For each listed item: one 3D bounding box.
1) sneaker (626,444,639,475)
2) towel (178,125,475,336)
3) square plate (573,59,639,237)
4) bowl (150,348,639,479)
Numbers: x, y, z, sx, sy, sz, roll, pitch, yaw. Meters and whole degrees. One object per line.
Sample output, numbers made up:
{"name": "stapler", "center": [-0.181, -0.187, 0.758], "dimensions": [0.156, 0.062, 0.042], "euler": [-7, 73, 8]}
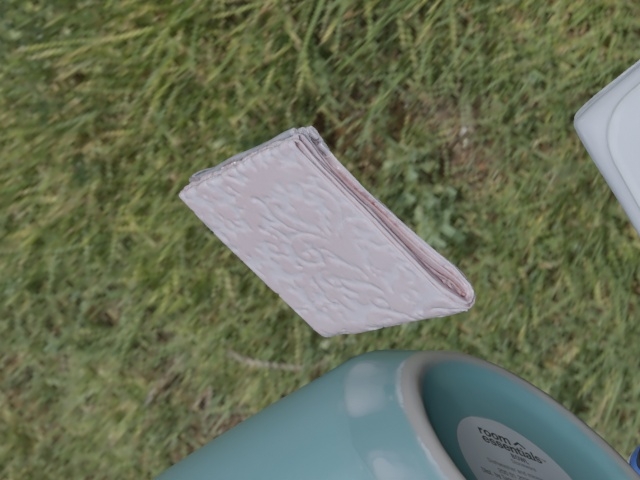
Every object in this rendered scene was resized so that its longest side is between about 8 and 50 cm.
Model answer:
{"name": "sneaker", "center": [0.345, 0.169, 1.172], "dimensions": [0.084, 0.152, 0.058], "euler": [97, 149, -61]}
{"name": "towel", "center": [0.000, 0.000, 1.712], "dimensions": [0.317, 0.053, 0.332], "euler": [45, 152, -17]}
{"name": "square plate", "center": [0.429, -0.091, 1.300], "dimensions": [0.344, 0.049, 0.347], "euler": [-44, 57, 37]}
{"name": "bowl", "center": [0.068, 0.171, 0.641], "dimensions": [0.311, 0.311, 0.163], "euler": [38, 110, 0]}
